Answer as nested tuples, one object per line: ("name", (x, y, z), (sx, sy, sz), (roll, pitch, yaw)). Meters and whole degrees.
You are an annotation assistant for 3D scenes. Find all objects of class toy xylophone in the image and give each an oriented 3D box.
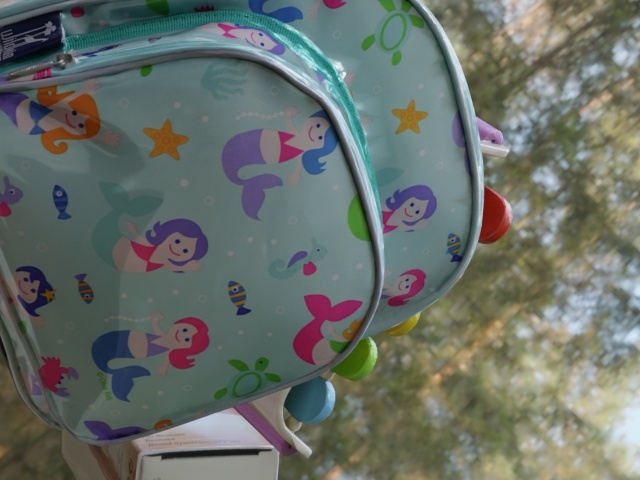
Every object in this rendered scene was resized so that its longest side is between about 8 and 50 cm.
("toy xylophone", (0.000, 0.000, 1.119), (0.081, 0.323, 0.236), (27, 16, -48))

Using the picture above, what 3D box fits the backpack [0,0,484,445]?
("backpack", (-0.050, -0.036, 0.653), (0.191, 0.253, 0.225), (-116, -170, -64))

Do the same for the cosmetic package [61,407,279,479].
("cosmetic package", (-0.166, 0.220, 1.431), (0.296, 0.153, 0.129), (-150, -116, -62))
